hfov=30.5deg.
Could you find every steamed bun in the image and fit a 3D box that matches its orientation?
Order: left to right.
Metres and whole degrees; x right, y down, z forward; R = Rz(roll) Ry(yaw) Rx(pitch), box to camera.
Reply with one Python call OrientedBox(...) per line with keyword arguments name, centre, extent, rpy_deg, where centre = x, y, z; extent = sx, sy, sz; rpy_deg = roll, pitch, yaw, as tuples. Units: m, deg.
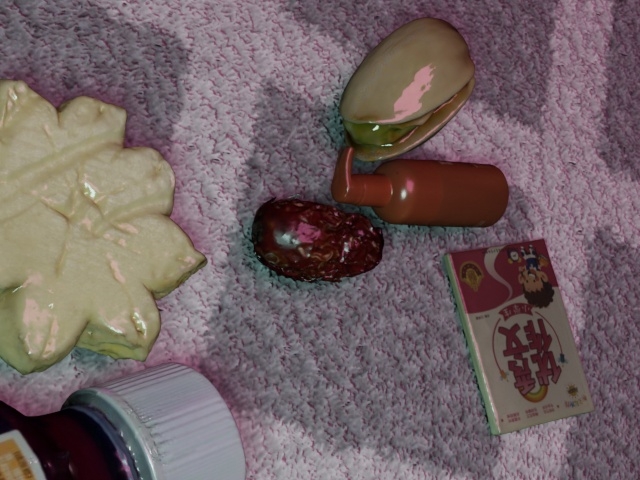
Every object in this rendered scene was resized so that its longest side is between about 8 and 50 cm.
OrientedBox(name="steamed bun", centre=(-0.265, 0.002, 1.157), extent=(0.295, 0.137, 0.292), rpy_deg=(15, 62, -33))

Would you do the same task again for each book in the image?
OrientedBox(name="book", centre=(0.249, 0.116, 1.467), extent=(0.162, 0.022, 0.231), rpy_deg=(-7, 76, -31))

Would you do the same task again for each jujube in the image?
OrientedBox(name="jujube", centre=(0.000, 0.004, 1.323), extent=(0.166, 0.104, 0.104), rpy_deg=(10, 68, -28))

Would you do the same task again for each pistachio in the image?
OrientedBox(name="pistachio", centre=(0.105, -0.187, 1.433), extent=(0.215, 0.144, 0.144), rpy_deg=(-43, 96, -27))

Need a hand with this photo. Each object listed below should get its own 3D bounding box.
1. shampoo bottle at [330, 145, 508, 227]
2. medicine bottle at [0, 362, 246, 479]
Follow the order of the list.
OrientedBox(name="shampoo bottle", centre=(0.116, -0.059, 1.399), extent=(0.244, 0.085, 0.085), rpy_deg=(4, 71, -38))
OrientedBox(name="medicine bottle", centre=(-0.254, 0.231, 1.016), extent=(0.395, 0.242, 0.242), rpy_deg=(-18, 82, -37))
